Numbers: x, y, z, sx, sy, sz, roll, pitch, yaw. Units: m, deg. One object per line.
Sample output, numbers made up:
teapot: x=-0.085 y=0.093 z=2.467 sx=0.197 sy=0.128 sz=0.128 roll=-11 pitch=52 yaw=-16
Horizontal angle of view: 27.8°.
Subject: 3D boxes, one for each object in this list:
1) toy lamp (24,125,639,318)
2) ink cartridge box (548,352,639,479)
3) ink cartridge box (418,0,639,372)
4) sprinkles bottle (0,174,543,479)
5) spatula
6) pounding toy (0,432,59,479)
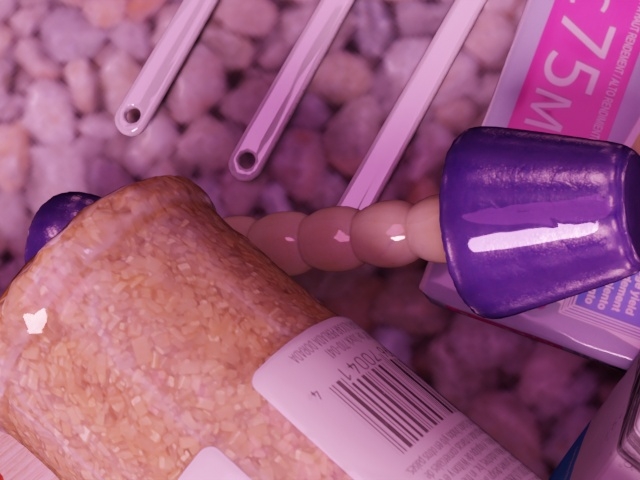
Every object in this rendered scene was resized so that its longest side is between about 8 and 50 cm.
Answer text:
toy lamp: x=0.000 y=0.000 z=0.548 sx=0.275 sy=0.080 sz=0.080 roll=-7 pitch=81 yaw=28
ink cartridge box: x=0.181 y=0.089 z=0.490 sx=0.140 sy=0.082 sz=0.190 roll=30 pitch=127 yaw=7
ink cartridge box: x=0.219 y=-0.008 z=0.560 sx=0.311 sy=0.065 sz=0.185 roll=20 pitch=88 yaw=11
sprinkles bottle: x=0.040 y=0.126 z=0.444 sx=0.355 sy=0.121 sz=0.121 roll=40 pitch=91 yaw=16
spatula: x=0.010 y=-0.127 z=0.637 sx=0.168 sy=0.019 sz=0.242 roll=30 pitch=90 yaw=7
pounding toy: x=-0.178 y=0.114 z=0.569 sx=0.269 sy=0.155 sz=0.154 roll=-25 pitch=84 yaw=7
